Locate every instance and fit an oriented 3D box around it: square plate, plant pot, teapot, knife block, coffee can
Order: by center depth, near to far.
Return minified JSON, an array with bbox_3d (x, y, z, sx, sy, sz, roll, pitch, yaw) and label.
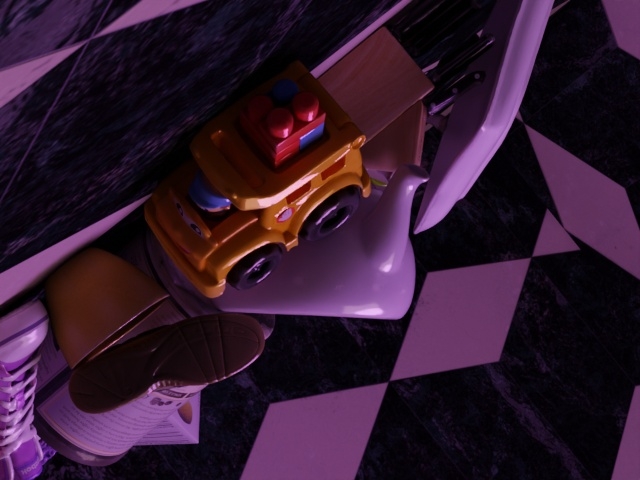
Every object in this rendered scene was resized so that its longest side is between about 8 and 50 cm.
[{"bbox_3d":[-0.246,0.063,1.611,0.134,0.095,0.134,-37,178,-1],"label":"plant pot"},{"bbox_3d":[-0.012,-0.007,1.664,0.256,0.187,0.252,2,177,2],"label":"teapot"},{"bbox_3d":[0.064,-0.201,1.742,0.088,0.275,0.242,-14,111,-83],"label":"knife block"},{"bbox_3d":[-0.221,0.119,1.797,0.275,0.201,0.201,-39,178,23],"label":"coffee can"},{"bbox_3d":[0.224,-0.209,1.895,0.347,0.049,0.344,117,-5,-67],"label":"square plate"}]

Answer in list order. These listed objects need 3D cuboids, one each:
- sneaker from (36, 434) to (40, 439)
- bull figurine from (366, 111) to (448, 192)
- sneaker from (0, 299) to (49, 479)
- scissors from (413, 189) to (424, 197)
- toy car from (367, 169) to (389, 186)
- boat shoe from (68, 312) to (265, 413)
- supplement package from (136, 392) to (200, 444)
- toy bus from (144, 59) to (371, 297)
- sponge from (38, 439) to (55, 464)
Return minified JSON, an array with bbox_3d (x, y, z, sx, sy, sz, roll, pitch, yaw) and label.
[{"bbox_3d":[-0.390,0.190,2.098,0.162,0.106,0.281,-43,-171,-9],"label":"sneaker"},{"bbox_3d":[0.034,-0.115,1.950,0.310,0.188,0.101,-48,152,-49],"label":"bull figurine"},{"bbox_3d":[-0.341,0.180,1.641,0.102,0.161,0.282,-35,175,-42],"label":"sneaker"},{"bbox_3d":[0.000,0.000,1.939,0.297,0.021,0.109,-26,173,-28],"label":"scissors"},{"bbox_3d":[0.104,-0.194,2.354,0.155,0.149,0.188,150,-37,-78],"label":"toy car"},{"bbox_3d":[-0.175,0.129,1.641,0.223,0.080,0.073,-19,-168,-13],"label":"boat shoe"},{"bbox_3d":[-0.265,0.202,2.120,0.134,0.139,0.244,-3,159,9],"label":"supplement package"},{"bbox_3d":[-0.063,-0.072,1.451,0.220,0.149,0.211,-36,164,-13],"label":"toy bus"},{"bbox_3d":[-0.380,0.263,2.143,0.117,0.031,0.210,-42,-170,20],"label":"sponge"}]
